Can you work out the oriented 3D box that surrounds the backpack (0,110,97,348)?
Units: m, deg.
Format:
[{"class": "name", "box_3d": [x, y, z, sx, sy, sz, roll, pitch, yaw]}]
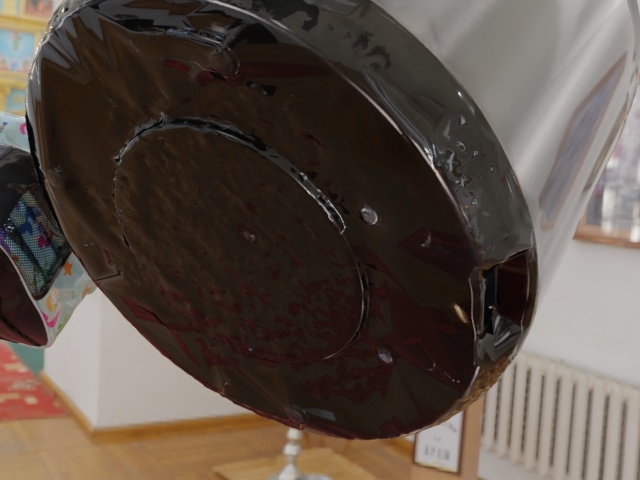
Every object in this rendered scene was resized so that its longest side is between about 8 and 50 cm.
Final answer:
[{"class": "backpack", "box_3d": [-0.345, -0.010, 0.812, 0.225, 0.254, 0.191, 14, 49, 20]}]

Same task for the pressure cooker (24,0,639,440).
[{"class": "pressure cooker", "box_3d": [0.041, -0.108, 0.617, 0.369, 0.376, 0.420, 5, 40, 35]}]
